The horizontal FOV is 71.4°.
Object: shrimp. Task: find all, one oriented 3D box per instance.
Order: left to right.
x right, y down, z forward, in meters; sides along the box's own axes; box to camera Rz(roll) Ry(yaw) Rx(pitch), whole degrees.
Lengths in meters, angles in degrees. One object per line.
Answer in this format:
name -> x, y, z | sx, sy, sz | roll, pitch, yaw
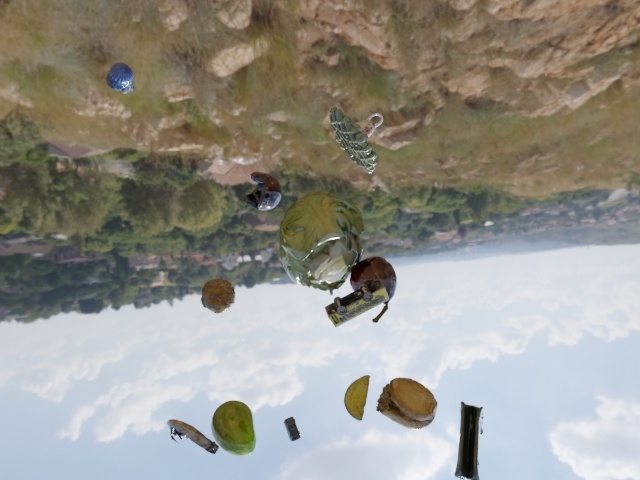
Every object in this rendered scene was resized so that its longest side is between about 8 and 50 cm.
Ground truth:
shrimp -> -0.487, 0.741, 1.672 | 0.152, 0.219, 0.046 | -41, -165, 43

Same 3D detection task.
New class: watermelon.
watermelon -> 0.147, 0.627, 1.753 | 0.092, 0.182, 0.075 | -4, 135, 21

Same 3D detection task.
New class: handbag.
handbag -> 0.525, 0.710, 1.555 | 0.079, 0.248, 0.260 | 2, 153, 23

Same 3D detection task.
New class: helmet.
helmet -> -0.304, -0.261, 2.384 | 0.193, 0.216, 0.189 | 10, 124, -24

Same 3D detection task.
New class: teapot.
teapot -> 0.211, -0.541, 2.223 | 0.245, 0.116, 0.159 | -42, -178, 11

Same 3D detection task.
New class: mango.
mango -> -0.378, 0.807, 1.928 | 0.185, 0.149, 0.273 | 0, -157, -16

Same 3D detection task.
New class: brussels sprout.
brussels sprout -> -0.016, -0.009, 1.852 | 0.342, 0.361, 0.425 | -21, 143, -27

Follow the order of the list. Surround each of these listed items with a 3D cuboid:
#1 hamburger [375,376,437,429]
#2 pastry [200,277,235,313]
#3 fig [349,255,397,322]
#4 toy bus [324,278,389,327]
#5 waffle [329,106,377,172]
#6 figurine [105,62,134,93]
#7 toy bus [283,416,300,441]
hamburger -> 0.388, 0.728, 1.981 | 0.285, 0.146, 0.243 | 10, -162, -22
pastry -> -0.437, 0.235, 1.908 | 0.153, 0.153, 0.081 | -6, 161, -13
fig -> 0.238, 0.188, 1.794 | 0.186, 0.250, 0.203 | -39, 153, 10
toy bus -> 0.127, 0.218, 1.585 | 0.226, 0.074, 0.081 | -29, -153, 0
waffle -> 0.141, -0.443, 1.978 | 0.056, 0.309, 0.292 | -37, 159, -5
figurine -> -0.600, -0.494, 1.370 | 0.079, 0.077, 0.136 | -14, -175, 3
toy bus -> -0.109, 0.712, 1.683 | 0.038, 0.083, 0.046 | -16, 163, -27
